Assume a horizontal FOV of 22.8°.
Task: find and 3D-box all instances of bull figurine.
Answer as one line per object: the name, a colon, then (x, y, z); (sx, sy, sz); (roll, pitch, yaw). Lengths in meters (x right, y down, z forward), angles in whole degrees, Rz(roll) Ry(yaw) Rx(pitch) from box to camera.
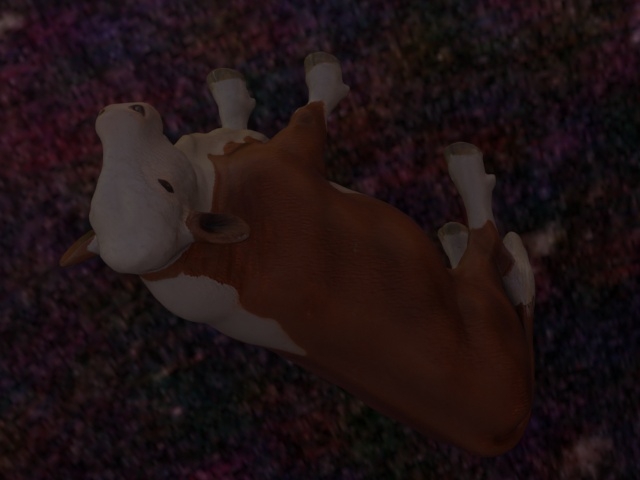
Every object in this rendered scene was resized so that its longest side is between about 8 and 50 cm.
bull figurine: (0.000, 0.000, 0.861); (0.101, 0.310, 0.188); (-29, 36, 40)
